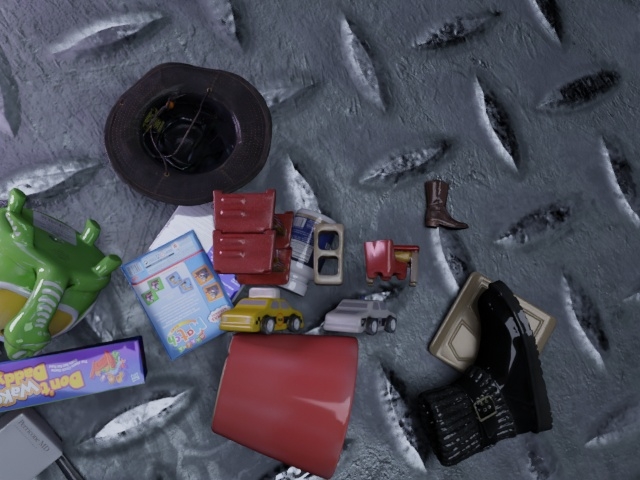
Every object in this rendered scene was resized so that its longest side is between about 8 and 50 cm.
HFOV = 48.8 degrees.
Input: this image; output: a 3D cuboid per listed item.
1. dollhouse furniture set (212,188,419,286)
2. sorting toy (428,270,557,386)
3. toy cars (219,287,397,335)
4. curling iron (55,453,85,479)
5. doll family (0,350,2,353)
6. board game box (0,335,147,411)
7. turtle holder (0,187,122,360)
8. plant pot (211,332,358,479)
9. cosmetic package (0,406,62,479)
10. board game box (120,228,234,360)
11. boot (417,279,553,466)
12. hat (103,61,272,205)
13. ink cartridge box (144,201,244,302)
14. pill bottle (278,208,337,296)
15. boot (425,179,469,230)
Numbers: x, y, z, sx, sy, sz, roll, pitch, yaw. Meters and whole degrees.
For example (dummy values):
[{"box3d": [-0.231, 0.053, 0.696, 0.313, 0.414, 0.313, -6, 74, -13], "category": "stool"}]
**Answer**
[{"box3d": [0.000, 0.000, 1.326, 0.373, 0.201, 0.152, 0, 80, 5], "category": "dollhouse furniture set"}, {"box3d": [0.358, 0.253, 1.568, 0.229, 0.041, 0.307, 31, 84, 0], "category": "sorting toy"}, {"box3d": [-0.012, 0.140, 1.408, 0.393, 0.176, 0.087, 3, 87, -19], "category": "toy cars"}, {"box3d": [-0.446, 0.525, 1.363, 0.068, 0.035, 0.274, -29, 91, -14], "category": "curling iron"}, {"box3d": [-0.692, 0.177, 1.308, 0.193, 0.076, 0.112, -19, 110, -41], "category": "doll family"}, {"box3d": [-0.496, 0.246, 1.280, 0.346, 0.233, 0.078, -9, 86, -13], "category": "board game box"}, {"box3d": [-0.502, 0.081, 1.271, 0.320, 0.243, 0.227, 39, 99, 30], "category": "turtle holder"}, {"box3d": [-0.071, 0.299, 1.371, 0.243, 0.275, 0.275, 12, 82, -1], "category": "plant pot"}, {"box3d": [-0.607, 0.420, 1.303, 0.231, 0.085, 0.117, -40, 108, -11], "category": "cosmetic package"}, {"box3d": [-0.274, 0.107, 1.403, 0.160, 0.039, 0.212, -28, 92, -10], "category": "board game box"}, {"box3d": [0.321, 0.277, 1.476, 0.260, 0.131, 0.348, -14, 87, -5], "category": "boot"}, {"box3d": [-0.257, -0.194, 1.430, 0.331, 0.134, 0.332, -1, 72, 2], "category": "hat"}, {"box3d": [-0.235, 0.026, 1.455, 0.206, 0.045, 0.208, 35, 81, -7], "category": "ink cartridge box"}, {"box3d": [-0.035, 0.027, 1.476, 0.094, 0.094, 0.170, 23, 82, -9], "category": "pill bottle"}, {"box3d": [0.287, -0.083, 1.592, 0.106, 0.037, 0.114, 6, 78, -14], "category": "boot"}]
